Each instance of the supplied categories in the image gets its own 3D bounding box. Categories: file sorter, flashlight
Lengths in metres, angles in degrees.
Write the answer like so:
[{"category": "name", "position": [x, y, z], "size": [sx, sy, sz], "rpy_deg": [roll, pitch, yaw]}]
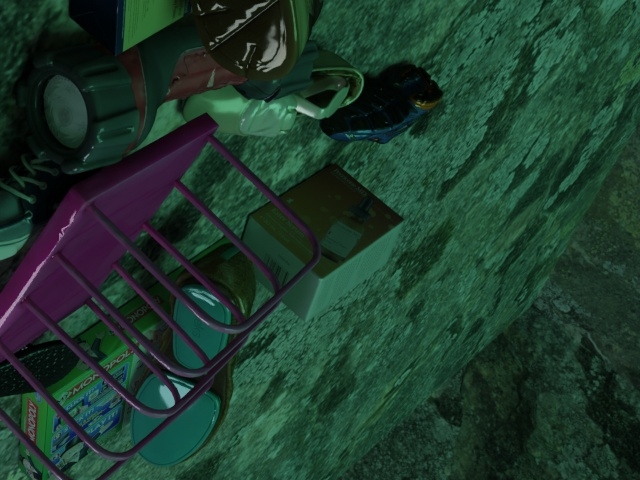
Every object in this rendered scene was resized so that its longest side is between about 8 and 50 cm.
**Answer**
[{"category": "file sorter", "position": [-0.166, 0.067, 1.160], "size": [0.291, 0.182, 0.202], "rpy_deg": [-48, 175, 37]}, {"category": "flashlight", "position": [-0.118, -0.139, 1.099], "size": [0.304, 0.103, 0.103], "rpy_deg": [-22, 128, -49]}]

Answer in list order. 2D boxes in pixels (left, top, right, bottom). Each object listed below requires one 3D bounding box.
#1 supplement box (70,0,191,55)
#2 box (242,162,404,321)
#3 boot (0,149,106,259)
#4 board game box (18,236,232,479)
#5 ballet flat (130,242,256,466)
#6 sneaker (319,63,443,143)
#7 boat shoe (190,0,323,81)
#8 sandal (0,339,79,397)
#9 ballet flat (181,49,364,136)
[{"category": "supplement box", "position": [-0.147, -0.207, 0.984], "size": [0.083, 0.056, 0.083], "rpy_deg": [-38, 159, -32]}, {"category": "box", "position": [0.000, 0.000, 1.616], "size": [0.170, 0.130, 0.091], "rpy_deg": [-35, 156, -38]}, {"category": "boot", "position": [-0.249, -0.050, 1.062], "size": [0.190, 0.069, 0.086], "rpy_deg": [-38, 155, -56]}, {"category": "board game box", "position": [-0.225, 0.148, 1.525], "size": [0.317, 0.046, 0.213], "rpy_deg": [-35, 156, -35]}, {"category": "ballet flat", "position": [-0.141, 0.130, 1.481], "size": [0.124, 0.116, 0.342], "rpy_deg": [-58, 169, -48]}, {"category": "sneaker", "position": [0.071, -0.153, 1.564], "size": [0.221, 0.083, 0.087], "rpy_deg": [-20, 154, -50]}, {"category": "boat shoe", "position": [-0.036, -0.291, 0.925], "size": [0.123, 0.123, 0.342], "rpy_deg": [-50, 146, -44]}, {"category": "sandal", "position": [-0.329, 0.131, 1.280], "size": [0.179, 0.040, 0.067], "rpy_deg": [-14, 138, -37]}, {"category": "ballet flat", "position": [-0.039, -0.151, 1.307], "size": [0.248, 0.086, 0.086], "rpy_deg": [-26, 151, -50]}]
